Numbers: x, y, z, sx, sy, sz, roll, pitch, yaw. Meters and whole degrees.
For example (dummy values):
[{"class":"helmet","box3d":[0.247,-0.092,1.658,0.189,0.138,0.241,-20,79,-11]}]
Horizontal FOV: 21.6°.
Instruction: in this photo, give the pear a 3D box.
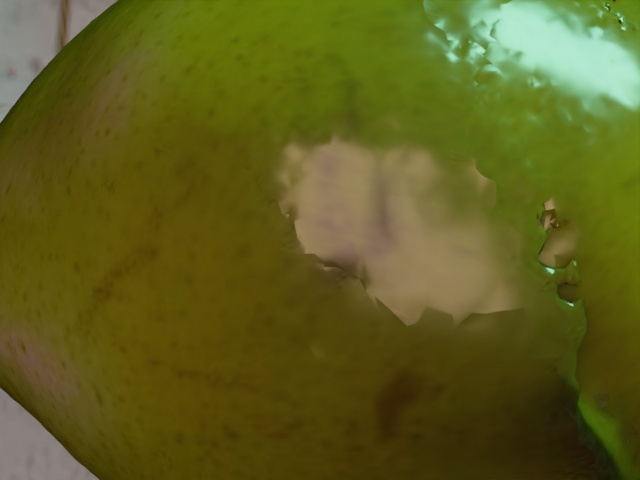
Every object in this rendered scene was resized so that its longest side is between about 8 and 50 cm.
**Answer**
[{"class":"pear","box3d":[0.011,0.005,0.656,0.285,0.336,0.284,4,82,-32]}]
